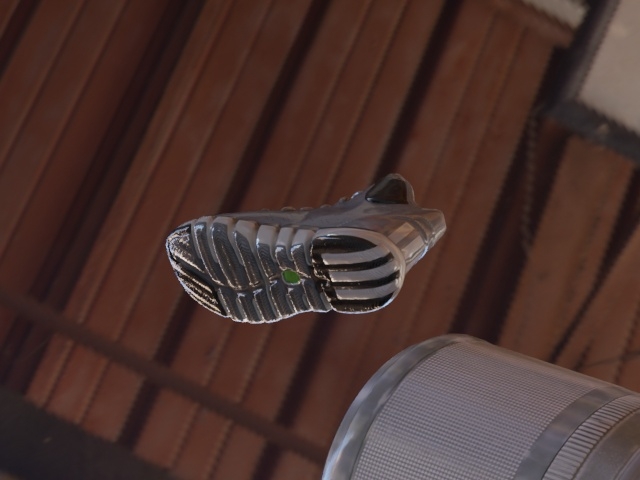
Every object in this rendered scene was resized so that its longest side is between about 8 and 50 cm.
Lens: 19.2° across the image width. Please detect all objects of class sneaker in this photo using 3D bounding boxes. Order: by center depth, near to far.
[{"bbox_3d":[0.000,0.000,1.431,0.132,0.229,0.086,-37,-60,-41],"label":"sneaker"}]

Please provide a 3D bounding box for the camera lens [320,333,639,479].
[{"bbox_3d":[0.152,0.197,1.317,0.219,0.274,0.219,-21,-62,-44],"label":"camera lens"}]
